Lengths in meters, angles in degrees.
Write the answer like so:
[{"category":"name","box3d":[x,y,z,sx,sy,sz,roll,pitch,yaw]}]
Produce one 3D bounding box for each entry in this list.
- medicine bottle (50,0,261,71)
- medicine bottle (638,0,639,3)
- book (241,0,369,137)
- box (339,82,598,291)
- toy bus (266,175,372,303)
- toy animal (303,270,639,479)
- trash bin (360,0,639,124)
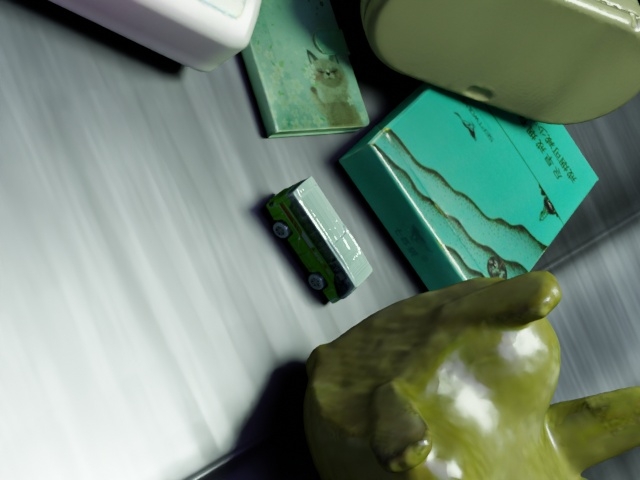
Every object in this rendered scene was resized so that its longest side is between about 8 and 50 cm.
[{"category":"medicine bottle","box3d":[-0.138,-0.197,0.857,0.219,0.078,0.115,23,57,-36]},{"category":"medicine bottle","box3d":[0.429,-0.369,1.395,0.242,0.242,0.395,33,42,-28]},{"category":"book","box3d":[-0.018,-0.141,0.991,0.103,0.017,0.135,-8,76,-45]},{"category":"box","box3d":[0.123,-0.054,1.066,0.161,0.042,0.226,54,43,-9]},{"category":"toy bus","box3d":[0.000,0.000,0.924,0.083,0.037,0.031,56,44,-9]},{"category":"toy animal","box3d":[0.146,0.186,0.867,0.363,0.180,0.181,46,52,-16]},{"category":"trash bin","box3d":[0.133,-0.234,1.073,0.243,0.121,0.247,16,49,-27]}]
